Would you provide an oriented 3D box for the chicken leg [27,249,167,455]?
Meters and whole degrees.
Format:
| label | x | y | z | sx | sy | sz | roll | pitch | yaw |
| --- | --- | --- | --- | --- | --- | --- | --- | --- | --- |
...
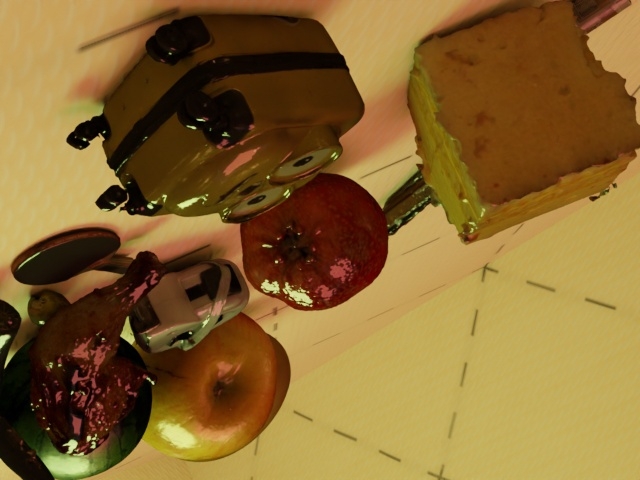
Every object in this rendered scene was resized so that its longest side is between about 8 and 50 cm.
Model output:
| label | x | y | z | sx | sy | sz | roll | pitch | yaw |
| --- | --- | --- | --- | --- | --- | --- | --- | --- | --- |
| chicken leg | -0.303 | 0.161 | 1.398 | 0.178 | 0.083 | 0.322 | -7 | 120 | -28 |

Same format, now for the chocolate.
| label | x | y | z | sx | sy | sz | roll | pitch | yaw |
| --- | --- | --- | --- | --- | --- | --- | --- | --- | --- |
| chocolate | 0.195 | -0.105 | 1.694 | 0.102 | 0.065 | 0.329 | -40 | 178 | -36 |

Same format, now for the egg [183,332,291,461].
| label | x | y | z | sx | sy | sz | roll | pitch | yaw |
| --- | --- | --- | --- | --- | --- | --- | --- | --- | --- |
| egg | -0.209 | 0.306 | 2.079 | 0.323 | 0.250 | 0.250 | -29 | 168 | -13 |

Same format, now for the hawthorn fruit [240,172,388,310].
| label | x | y | z | sx | sy | sz | roll | pitch | yaw |
| --- | --- | --- | --- | --- | --- | --- | --- | --- | --- |
| hawthorn fruit | 0.000 | 0.000 | 1.451 | 0.205 | 0.205 | 0.253 | -30 | 173 | 15 |

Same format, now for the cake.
| label | x | y | z | sx | sy | sz | roll | pitch | yaw |
| --- | --- | --- | --- | --- | --- | --- | --- | --- | --- |
| cake | 0.242 | -0.132 | 1.294 | 0.228 | 0.222 | 0.286 | -19 | 167 | -4 |

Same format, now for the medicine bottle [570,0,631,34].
| label | x | y | z | sx | sy | sz | roll | pitch | yaw |
| --- | --- | --- | --- | --- | --- | --- | --- | --- | --- |
| medicine bottle | 0.341 | -0.290 | 1.285 | 0.083 | 0.047 | 0.047 | -33 | 165 | 24 |

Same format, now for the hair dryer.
| label | x | y | z | sx | sy | sz | roll | pitch | yaw |
| --- | --- | --- | --- | --- | --- | --- | --- | --- | --- |
| hair dryer | -0.390 | 0.263 | 1.373 | 0.304 | 0.359 | 0.120 | -43 | 176 | 39 |

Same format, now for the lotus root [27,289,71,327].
| label | x | y | z | sx | sy | sz | roll | pitch | yaw |
| --- | --- | --- | --- | --- | --- | --- | --- | --- | --- |
| lotus root | -0.371 | 0.098 | 1.421 | 0.054 | 0.049 | 0.099 | -27 | 169 | -2 |

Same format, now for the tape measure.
| label | x | y | z | sx | sy | sz | roll | pitch | yaw |
| --- | --- | --- | --- | --- | --- | --- | --- | --- | --- |
| tape measure | -0.207 | 0.101 | 1.600 | 0.197 | 0.120 | 0.236 | -25 | 171 | -14 |

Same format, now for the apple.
| label | x | y | z | sx | sy | sz | roll | pitch | yaw |
| --- | --- | --- | --- | --- | --- | --- | --- | --- | --- |
| apple | -0.210 | 0.243 | 1.790 | 0.286 | 0.285 | 0.233 | -18 | -175 | -32 |

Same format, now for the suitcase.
| label | x | y | z | sx | sy | sz | roll | pitch | yaw |
| --- | --- | --- | --- | --- | --- | --- | --- | --- | --- |
| suitcase | -0.086 | -0.107 | 0.968 | 0.235 | 0.143 | 0.194 | -13 | 161 | -47 |

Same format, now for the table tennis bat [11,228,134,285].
| label | x | y | z | sx | sy | sz | roll | pitch | yaw |
| --- | --- | --- | --- | --- | --- | --- | --- | --- | --- |
| table tennis bat | -0.308 | 0.026 | 1.329 | 0.130 | 0.019 | 0.220 | -30 | 165 | 16 |

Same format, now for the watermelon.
| label | x | y | z | sx | sy | sz | roll | pitch | yaw |
| --- | --- | --- | --- | --- | --- | --- | --- | --- | --- |
| watermelon | -0.379 | 0.250 | 1.584 | 0.242 | 0.242 | 0.242 | -25 | 167 | -6 |
